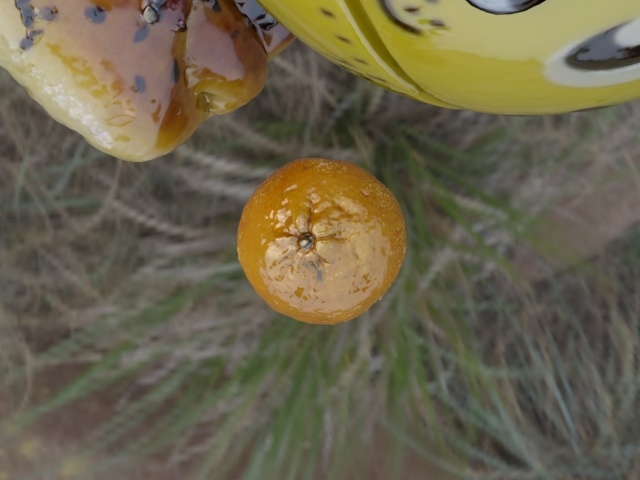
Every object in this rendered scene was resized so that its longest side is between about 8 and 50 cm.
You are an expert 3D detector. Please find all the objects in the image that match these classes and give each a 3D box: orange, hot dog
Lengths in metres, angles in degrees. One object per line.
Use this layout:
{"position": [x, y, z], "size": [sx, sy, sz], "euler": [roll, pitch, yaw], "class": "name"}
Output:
{"position": [-0.001, 0.002, 1.484], "size": [0.136, 0.117, 0.135], "euler": [7, 111, 17], "class": "orange"}
{"position": [-0.152, -0.260, 1.437], "size": [0.367, 0.196, 0.365], "euler": [-50, 118, -27], "class": "hot dog"}

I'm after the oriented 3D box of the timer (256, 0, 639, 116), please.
{"position": [0.124, -0.213, 0.786], "size": [0.387, 0.376, 0.376], "euler": [15, 133, 33], "class": "timer"}
